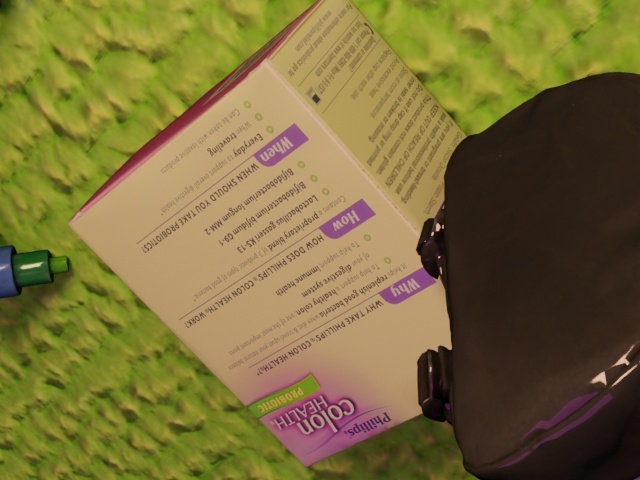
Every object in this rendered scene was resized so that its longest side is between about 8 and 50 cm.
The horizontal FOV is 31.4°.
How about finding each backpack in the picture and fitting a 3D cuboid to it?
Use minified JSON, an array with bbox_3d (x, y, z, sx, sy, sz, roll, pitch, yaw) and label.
[{"bbox_3d":[0.249,0.087,0.604,0.273,0.290,0.355,-29,115,22],"label":"backpack"}]

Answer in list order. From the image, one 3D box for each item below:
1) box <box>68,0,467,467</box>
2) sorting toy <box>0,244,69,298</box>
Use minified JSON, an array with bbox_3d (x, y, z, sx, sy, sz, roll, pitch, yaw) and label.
[{"bbox_3d":[0.000,0.000,0.754,0.243,0.117,0.213,48,129,-11],"label":"box"},{"bbox_3d":[-0.257,-0.094,0.842,0.126,0.127,0.366,-8,128,-5],"label":"sorting toy"}]
